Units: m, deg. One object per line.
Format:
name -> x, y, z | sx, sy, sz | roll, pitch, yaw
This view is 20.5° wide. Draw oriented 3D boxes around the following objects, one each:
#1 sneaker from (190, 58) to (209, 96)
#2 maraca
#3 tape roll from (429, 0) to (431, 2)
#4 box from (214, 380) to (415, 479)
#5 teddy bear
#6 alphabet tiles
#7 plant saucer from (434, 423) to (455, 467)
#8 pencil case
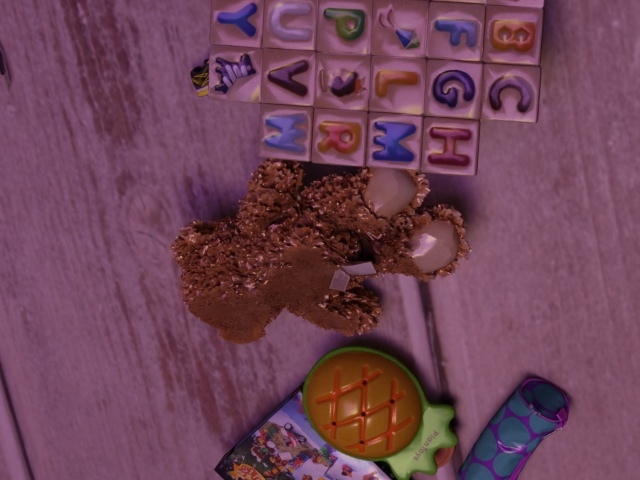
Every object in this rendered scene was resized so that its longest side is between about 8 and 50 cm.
sneaker -> -0.110, -0.187, 1.939 | 0.083, 0.031, 0.035 | -26, 102, 29
maraca -> 0.067, 0.196, 2.011 | 0.186, 0.099, 0.127 | 34, 103, -3
tape roll -> 0.047, -0.196, 1.853 | 0.219, 0.072, 0.219 | 9, 117, 18
box -> 0.012, 0.297, 2.100 | 0.233, 0.044, 0.159 | 44, 113, -3
teddy bear -> 0.000, 0.000, 1.927 | 0.245, 0.113, 0.338 | 30, 137, -23
alphabet tiles -> 0.053, -0.214, 1.774 | 0.343, 0.011, 0.285 | 5, 98, 14
plant saucer -> 0.116, 0.232, 2.059 | 0.083, 0.013, 0.083 | 8, 117, 17
pencil case -> 0.217, 0.228, 1.990 | 0.070, 0.064, 0.151 | 47, 125, 25
